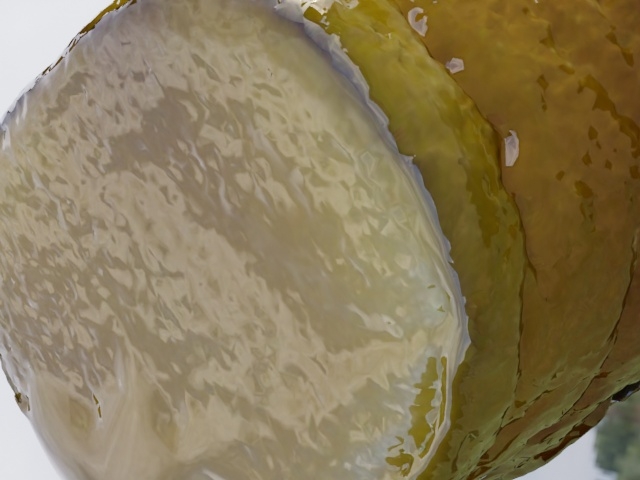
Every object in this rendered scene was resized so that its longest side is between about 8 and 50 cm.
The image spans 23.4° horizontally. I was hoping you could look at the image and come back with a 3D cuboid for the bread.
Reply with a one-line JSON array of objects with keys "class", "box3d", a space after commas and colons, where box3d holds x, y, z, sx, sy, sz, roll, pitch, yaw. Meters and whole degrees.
[{"class": "bread", "box3d": [0.000, 0.000, 0.488, 0.143, 0.195, 0.270, -26, -7, -39]}]
